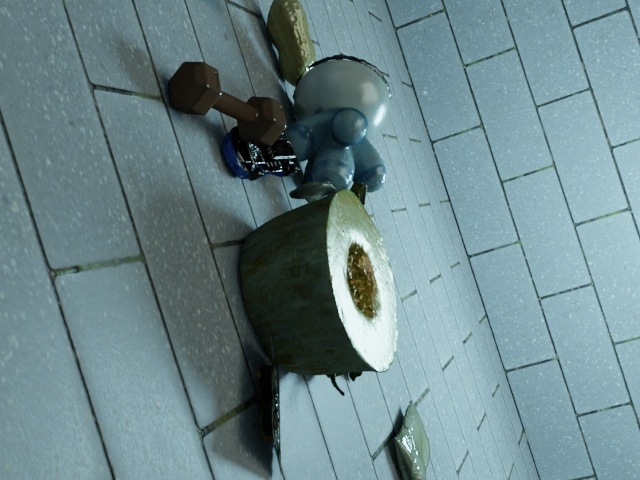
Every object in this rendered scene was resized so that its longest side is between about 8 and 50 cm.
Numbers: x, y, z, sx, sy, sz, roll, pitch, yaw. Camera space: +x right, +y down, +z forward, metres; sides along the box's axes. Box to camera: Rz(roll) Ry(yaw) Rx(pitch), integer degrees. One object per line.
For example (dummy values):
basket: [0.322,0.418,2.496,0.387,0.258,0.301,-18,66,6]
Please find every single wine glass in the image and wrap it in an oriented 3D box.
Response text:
wine glass: [0.000,0.000,1.808,0.103,0.103,0.222,19,60,-68]

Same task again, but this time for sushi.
sushi: [-0.084,0.252,1.426,0.139,0.031,0.201,84,2,-46]

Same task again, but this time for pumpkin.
pumpkin: [-0.004,0.083,1.607,0.332,0.199,0.332,43,40,-51]

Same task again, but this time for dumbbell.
dumbbell: [-0.154,-0.229,1.538,0.231,0.082,0.092,21,54,-52]

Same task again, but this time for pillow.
pillow: [0.214,0.477,2.084,0.229,0.050,0.148,-46,121,-74]

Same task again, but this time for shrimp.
shrimp: [0.051,-0.025,1.889,0.051,0.217,0.115,21,24,-8]

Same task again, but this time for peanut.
peanut: [-0.067,-0.453,2.078,0.090,0.099,0.214,-28,103,-65]

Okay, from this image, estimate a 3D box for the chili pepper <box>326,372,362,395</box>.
chili pepper: [0.037,0.229,1.765,0.279,0.065,0.122,1,68,-76]

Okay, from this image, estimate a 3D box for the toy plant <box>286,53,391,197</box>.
toy plant: [0.039,-0.219,1.978,0.332,0.247,0.247,-85,151,-44]

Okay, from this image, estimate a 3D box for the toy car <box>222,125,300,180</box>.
toy car: [-0.115,-0.160,1.692,0.216,0.063,0.103,-13,80,-57]
